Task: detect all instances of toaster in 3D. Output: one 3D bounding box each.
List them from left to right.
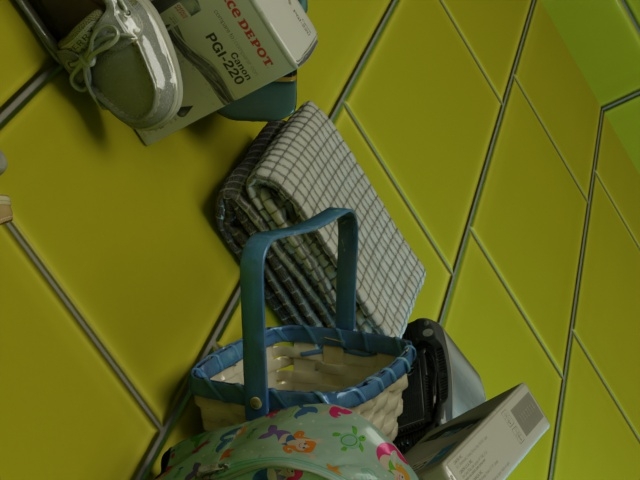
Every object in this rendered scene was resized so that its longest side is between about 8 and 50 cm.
[{"bbox_3d":[0.136,0.221,1.792,0.146,0.129,0.227,44,31,-41],"label":"toaster"}]

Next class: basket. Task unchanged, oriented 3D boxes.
[{"bbox_3d":[-0.019,0.121,1.464,0.255,0.201,0.289,-18,114,-65],"label":"basket"}]

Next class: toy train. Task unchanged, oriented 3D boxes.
[{"bbox_3d":[-0.077,-0.272,1.750,0.334,0.142,0.190,-95,-173,-67],"label":"toy train"}]

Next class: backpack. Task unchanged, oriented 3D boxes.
[{"bbox_3d":[-0.032,0.271,1.280,0.225,0.253,0.191,59,26,-15],"label":"backpack"}]

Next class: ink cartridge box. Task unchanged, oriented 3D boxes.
[{"bbox_3d":[-0.136,-0.223,1.557,0.158,0.218,0.092,56,27,-18],"label":"ink cartridge box"},{"bbox_3d":[0.089,0.270,1.513,0.066,0.261,0.296,59,25,4],"label":"ink cartridge box"}]

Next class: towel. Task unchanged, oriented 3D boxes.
[{"bbox_3d":[0.000,0.000,1.745,0.283,0.121,0.235,56,25,-15],"label":"towel"}]

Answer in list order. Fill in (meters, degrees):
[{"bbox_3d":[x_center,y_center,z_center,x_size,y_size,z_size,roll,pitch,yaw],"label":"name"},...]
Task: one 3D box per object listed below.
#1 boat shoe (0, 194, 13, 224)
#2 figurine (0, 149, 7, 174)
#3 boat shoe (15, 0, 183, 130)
[{"bbox_3d":[-0.317,0.006,1.200,0.170,0.063,0.059,-29,96,-55],"label":"boat shoe"},{"bbox_3d":[-0.378,-0.117,1.165,0.209,0.092,0.215,60,25,-1],"label":"figurine"},{"bbox_3d":[-0.261,-0.247,1.472,0.320,0.118,0.103,59,32,-4],"label":"boat shoe"}]
